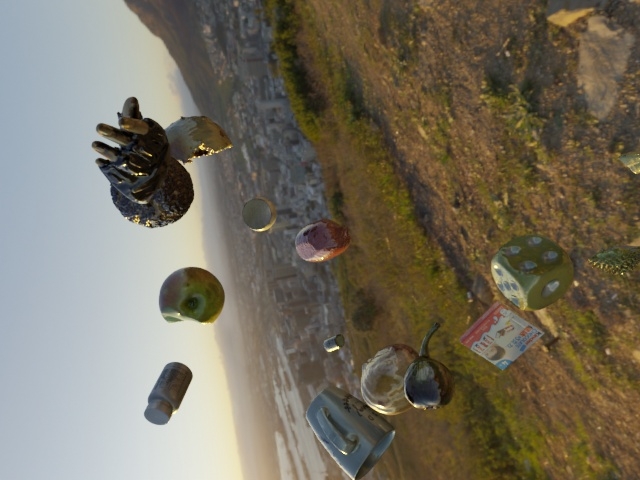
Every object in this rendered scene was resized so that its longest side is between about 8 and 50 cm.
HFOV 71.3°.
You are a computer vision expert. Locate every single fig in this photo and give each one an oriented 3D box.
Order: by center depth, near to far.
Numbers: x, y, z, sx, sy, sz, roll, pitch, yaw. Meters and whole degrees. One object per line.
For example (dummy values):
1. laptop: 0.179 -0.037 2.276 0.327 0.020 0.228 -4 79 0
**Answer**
1. fig: 0.309 0.351 1.272 0.149 0.149 0.245 106 171 -62

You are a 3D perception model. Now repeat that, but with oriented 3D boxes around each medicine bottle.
1. medicine bottle: -0.373 0.374 1.093 0.140 0.079 0.079 -79 -11 -58

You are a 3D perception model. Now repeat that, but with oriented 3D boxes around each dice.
1. dice: 0.870 0.128 1.845 0.233 0.238 0.226 57 173 50

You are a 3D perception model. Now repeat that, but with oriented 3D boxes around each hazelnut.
1. hazelnut: 0.256 0.487 1.588 0.241 0.261 0.261 23 133 26

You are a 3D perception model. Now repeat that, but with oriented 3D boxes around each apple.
1. apple: -0.482 0.224 1.674 0.226 0.246 0.246 21 121 63

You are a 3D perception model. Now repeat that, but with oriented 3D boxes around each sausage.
1. sausage: 0.000 0.000 1.489 0.254 0.148 0.148 155 105 -70

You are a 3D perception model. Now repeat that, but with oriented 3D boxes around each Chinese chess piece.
1. Chinese chess piece: -0.218 -0.094 1.593 0.051 0.122 0.122 -13 -86 -72

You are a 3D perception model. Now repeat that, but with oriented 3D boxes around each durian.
1. durian: 1.005 0.070 1.543 0.208 0.147 0.102 -48 -58 -86

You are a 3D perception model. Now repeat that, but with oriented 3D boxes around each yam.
1. yam: 0.041 0.308 1.340 0.094 0.043 0.043 -39 60 56

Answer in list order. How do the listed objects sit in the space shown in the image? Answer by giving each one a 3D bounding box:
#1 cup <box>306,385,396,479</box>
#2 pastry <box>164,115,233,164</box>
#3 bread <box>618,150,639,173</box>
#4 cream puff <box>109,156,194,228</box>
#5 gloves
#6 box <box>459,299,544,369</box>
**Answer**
1. cup: 0.067 0.551 1.311 0.234 0.186 0.258 35 176 29
2. pastry: -0.451 -0.362 1.587 0.256 0.237 0.170 -8 114 38
3. bread: 0.955 -0.257 1.308 0.080 0.084 0.109 61 157 22
4. cream puff: -0.494 -0.142 1.311 0.165 0.239 0.239 -98 6 -56
5. gloves: -0.326 -0.156 0.782 0.203 0.124 0.164 163 106 -69
6. box: 0.841 0.445 2.078 0.273 0.265 0.048 -55 9 22
